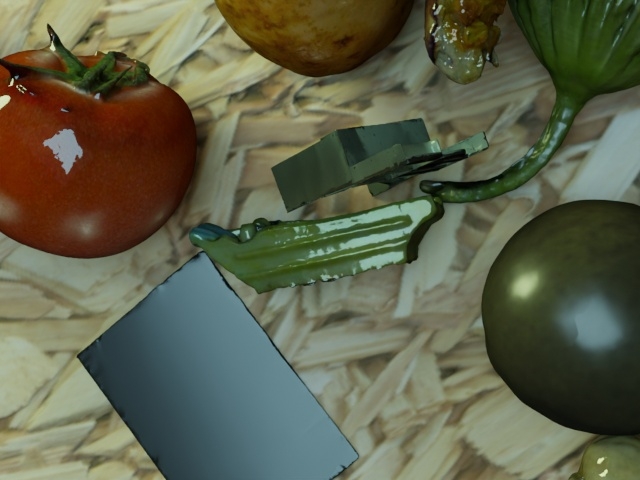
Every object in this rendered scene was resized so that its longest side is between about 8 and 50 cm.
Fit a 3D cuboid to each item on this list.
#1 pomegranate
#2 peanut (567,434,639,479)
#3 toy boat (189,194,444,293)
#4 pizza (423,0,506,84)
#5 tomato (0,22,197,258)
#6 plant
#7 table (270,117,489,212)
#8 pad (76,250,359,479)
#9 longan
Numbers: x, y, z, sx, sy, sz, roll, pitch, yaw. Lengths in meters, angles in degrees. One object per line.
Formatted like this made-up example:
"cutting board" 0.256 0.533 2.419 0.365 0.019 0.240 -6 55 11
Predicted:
"pomegranate" -0.007 -0.299 1.464 0.248 0.248 0.248 -1 87 13
"peanut" 0.374 0.317 1.395 0.291 0.143 0.159 33 128 7
"toy boat" 0.000 0.006 1.503 0.276 0.111 0.084 -7 91 13
"pizza" 0.152 -0.302 1.387 0.085 0.161 0.305 5 74 -2
"tomato" -0.264 -0.099 1.503 0.256 0.256 0.224 23 110 13
"plant" 0.276 -0.176 1.468 0.251 0.180 0.333 25 121 22
"table" 0.063 -0.088 1.441 0.175 0.146 0.062 -25 82 41
"pad" -0.121 0.188 1.576 0.202 0.005 0.300 -40 80 8
"longan" 0.287 0.077 1.384 0.248 0.248 0.248 -1 87 13
